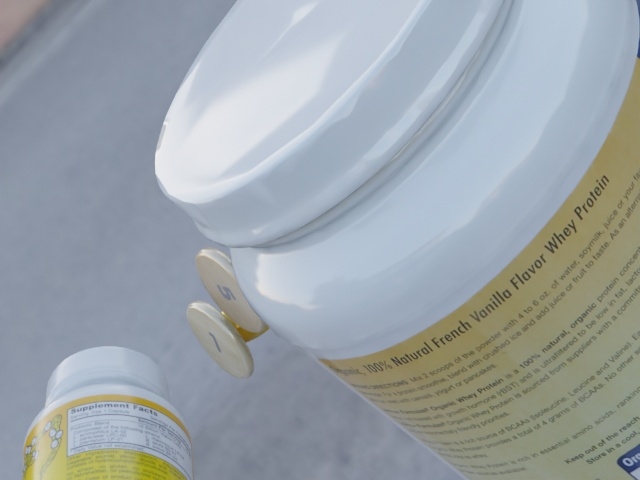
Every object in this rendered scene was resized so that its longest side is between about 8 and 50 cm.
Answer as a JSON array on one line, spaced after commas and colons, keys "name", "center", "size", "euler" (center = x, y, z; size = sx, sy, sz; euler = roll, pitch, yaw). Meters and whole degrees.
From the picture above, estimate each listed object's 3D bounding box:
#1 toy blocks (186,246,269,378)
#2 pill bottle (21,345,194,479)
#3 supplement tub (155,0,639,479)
[{"name": "toy blocks", "center": [0.000, 0.000, 0.959], "size": [0.148, 0.054, 0.123], "euler": [-39, -14, -23]}, {"name": "pill bottle", "center": [-0.141, 0.170, 1.160], "size": [0.117, 0.117, 0.208], "euler": [-37, 34, 21]}, {"name": "supplement tub", "center": [0.101, -0.003, 0.825], "size": [0.228, 0.316, 0.228], "euler": [-38, 28, 24]}]
